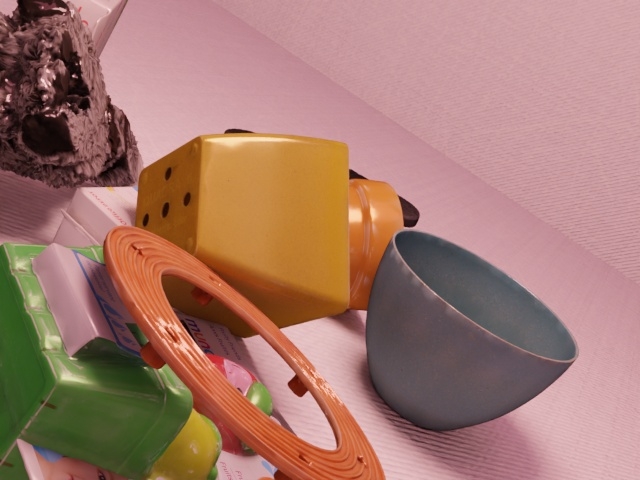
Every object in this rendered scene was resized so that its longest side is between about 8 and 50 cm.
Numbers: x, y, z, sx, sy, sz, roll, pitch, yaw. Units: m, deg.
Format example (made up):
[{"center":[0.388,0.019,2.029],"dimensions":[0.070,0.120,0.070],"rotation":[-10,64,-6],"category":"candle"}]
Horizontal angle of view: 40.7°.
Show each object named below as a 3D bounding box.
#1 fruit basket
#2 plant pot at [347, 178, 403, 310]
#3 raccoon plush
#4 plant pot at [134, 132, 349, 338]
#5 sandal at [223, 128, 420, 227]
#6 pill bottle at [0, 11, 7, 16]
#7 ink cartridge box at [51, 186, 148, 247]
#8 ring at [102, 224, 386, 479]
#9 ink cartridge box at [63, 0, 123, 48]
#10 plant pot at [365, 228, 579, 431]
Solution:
[{"center":[-0.146,0.131,0.801],"dimensions":[0.353,0.165,0.327],"rotation":[18,23,-41],"category":"fruit basket"},{"center":[0.000,0.000,1.324],"dimensions":[0.188,0.205,0.205],"rotation":[6,27,-19],"category":"plant pot"},{"center":[-0.423,-0.126,1.097],"dimensions":[0.299,0.446,0.216],"rotation":[-6,60,2],"category":"raccoon plush"},{"center":[-0.105,-0.014,1.023],"dimensions":[0.187,0.212,0.212],"rotation":[15,67,-38],"category":"plant pot"},{"center":[-0.006,-0.102,1.713],"dimensions":[0.446,0.107,0.167],"rotation":[25,17,23],"category":"sandal"},{"center":[-0.594,-0.369,1.484],"dimensions":[0.152,0.086,0.086],"rotation":[29,19,-9],"category":"pill bottle"},{"center":[-0.257,-0.007,1.080],"dimensions":[0.092,0.090,0.143],"rotation":[39,22,23],"category":"ink cartridge box"},{"center":[-0.069,0.113,0.770],"dimensions":[0.336,0.032,0.336],"rotation":[44,5,-4],"category":"ring"},{"center":[-0.441,-0.356,1.491],"dimensions":[0.119,0.207,0.353],"rotation":[28,19,-15],"category":"ink cartridge box"},{"center":[0.175,0.145,1.187],"dimensions":[0.290,0.195,0.290],"rotation":[28,19,-10],"category":"plant pot"}]
